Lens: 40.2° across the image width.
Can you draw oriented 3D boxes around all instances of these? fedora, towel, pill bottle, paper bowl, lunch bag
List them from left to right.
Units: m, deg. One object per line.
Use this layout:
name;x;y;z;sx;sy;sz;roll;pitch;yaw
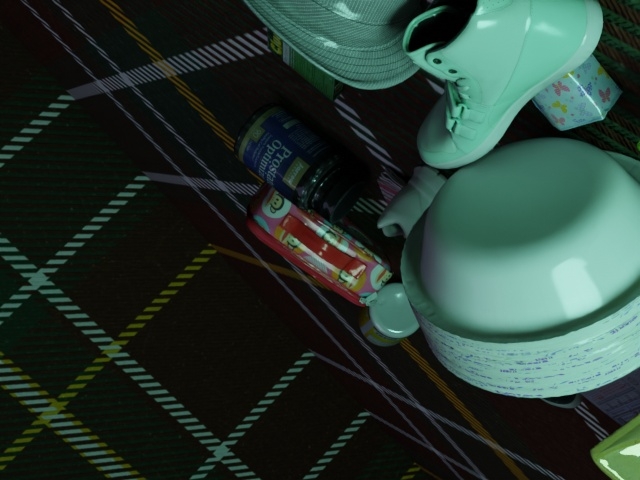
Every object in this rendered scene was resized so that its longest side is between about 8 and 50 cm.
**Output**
pill bottle;-0.034;-0.131;1.517;0.219;0.123;0.123;39;165;16
lunch bag;0.000;0.000;1.642;0.293;0.120;0.258;35;-173;-10
fedora;0.022;-0.287;0.800;0.275;0.244;0.124;51;138;6
pill bottle;0.148;0.165;1.890;0.117;0.117;0.215;42;166;5
towel;0.175;-0.031;1.437;0.144;0.029;0.197;33;165;35
paper bowl;0.218;0.006;0.886;0.284;0.284;0.148;27;154;48
lunch bag;0.238;-0.150;0.855;0.071;0.053;0.083;45;156;-15

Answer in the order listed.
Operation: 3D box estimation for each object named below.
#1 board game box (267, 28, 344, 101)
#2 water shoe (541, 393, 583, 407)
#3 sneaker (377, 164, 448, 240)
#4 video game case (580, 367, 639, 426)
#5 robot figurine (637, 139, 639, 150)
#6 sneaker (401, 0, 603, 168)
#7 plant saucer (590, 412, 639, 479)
board game box;-0.019;-0.295;1.191;0.136;0.030;0.259;39;165;9
water shoe;0.408;0.247;1.554;0.080;0.073;0.203;26;180;-29
sneaker;0.201;0.025;1.223;0.297;0.129;0.111;47;-178;34
video game case;0.483;0.224;1.247;0.244;0.061;0.269;41;166;12
robot figurine;0.329;-0.087;0.752;0.101;0.067;0.115;50;165;-16
sneaker;0.123;-0.160;0.828;0.151;0.094;0.256;9;151;-24
plant saucer;0.544;0.280;1.038;0.333;0.081;0.333;39;143;11
